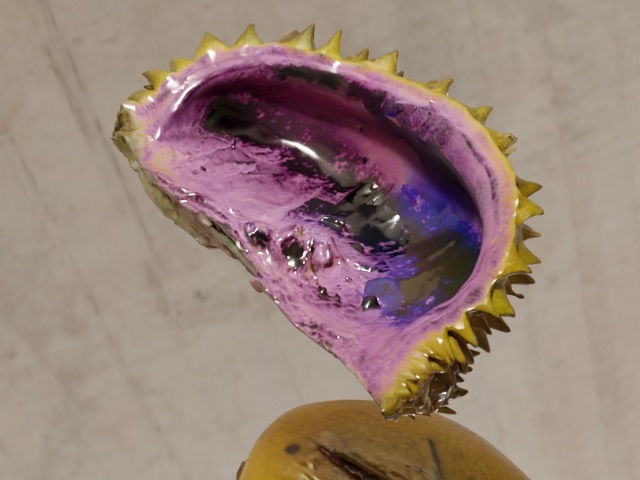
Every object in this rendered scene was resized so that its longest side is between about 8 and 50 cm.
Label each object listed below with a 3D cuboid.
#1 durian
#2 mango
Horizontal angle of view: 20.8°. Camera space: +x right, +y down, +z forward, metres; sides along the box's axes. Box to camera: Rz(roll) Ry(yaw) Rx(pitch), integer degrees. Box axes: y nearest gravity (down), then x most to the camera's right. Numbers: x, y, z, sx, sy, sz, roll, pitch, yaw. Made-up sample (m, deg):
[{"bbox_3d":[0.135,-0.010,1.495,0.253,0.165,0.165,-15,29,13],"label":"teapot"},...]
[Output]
[{"bbox_3d":[0.011,-0.004,0.899,0.153,0.260,0.186,-35,-26,-17],"label":"durian"},{"bbox_3d":[0.077,0.206,1.125,0.177,0.295,0.120,-49,-23,-32],"label":"mango"}]
